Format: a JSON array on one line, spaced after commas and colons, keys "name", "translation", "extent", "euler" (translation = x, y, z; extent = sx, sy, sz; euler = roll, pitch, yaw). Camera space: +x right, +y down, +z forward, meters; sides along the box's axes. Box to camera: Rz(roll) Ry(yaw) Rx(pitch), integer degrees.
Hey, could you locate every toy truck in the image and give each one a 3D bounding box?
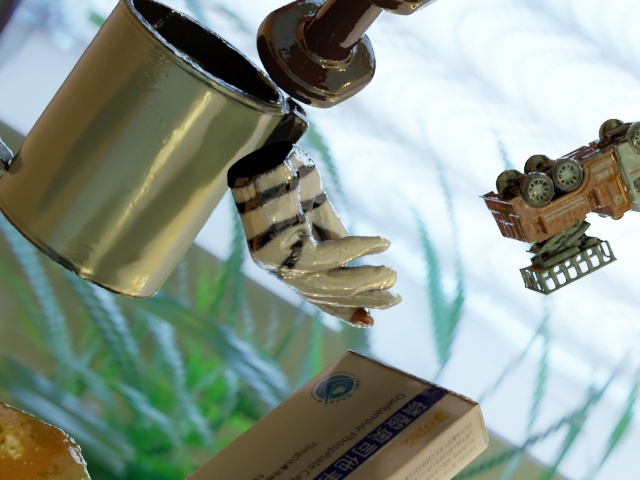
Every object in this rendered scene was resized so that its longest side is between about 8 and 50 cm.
[{"name": "toy truck", "translation": [0.257, -0.038, 1.883], "extent": [0.178, 0.115, 0.080], "euler": [-27, -168, -12]}]

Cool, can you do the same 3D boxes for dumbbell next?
[{"name": "dumbbell", "translation": [0.036, -0.247, 2.084], "extent": [0.140, 0.124, 0.225], "euler": [-30, 169, -41]}]

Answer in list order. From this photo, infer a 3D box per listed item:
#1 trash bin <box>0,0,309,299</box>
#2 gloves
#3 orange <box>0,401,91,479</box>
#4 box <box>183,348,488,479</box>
[{"name": "trash bin", "translation": [-0.195, -0.103, 2.147], "extent": [0.262, 0.277, 0.217], "euler": [-55, -170, 14]}, {"name": "gloves", "translation": [-0.011, 0.007, 2.080], "extent": [0.131, 0.218, 0.140], "euler": [-28, -161, -17]}, {"name": "orange", "translation": [-0.294, 0.310, 1.775], "extent": [0.263, 0.196, 0.334], "euler": [3, -86, 43]}, {"name": "box", "translation": [-0.018, 0.250, 1.979], "extent": [0.343, 0.065, 0.200], "euler": [-37, -144, -30]}]
